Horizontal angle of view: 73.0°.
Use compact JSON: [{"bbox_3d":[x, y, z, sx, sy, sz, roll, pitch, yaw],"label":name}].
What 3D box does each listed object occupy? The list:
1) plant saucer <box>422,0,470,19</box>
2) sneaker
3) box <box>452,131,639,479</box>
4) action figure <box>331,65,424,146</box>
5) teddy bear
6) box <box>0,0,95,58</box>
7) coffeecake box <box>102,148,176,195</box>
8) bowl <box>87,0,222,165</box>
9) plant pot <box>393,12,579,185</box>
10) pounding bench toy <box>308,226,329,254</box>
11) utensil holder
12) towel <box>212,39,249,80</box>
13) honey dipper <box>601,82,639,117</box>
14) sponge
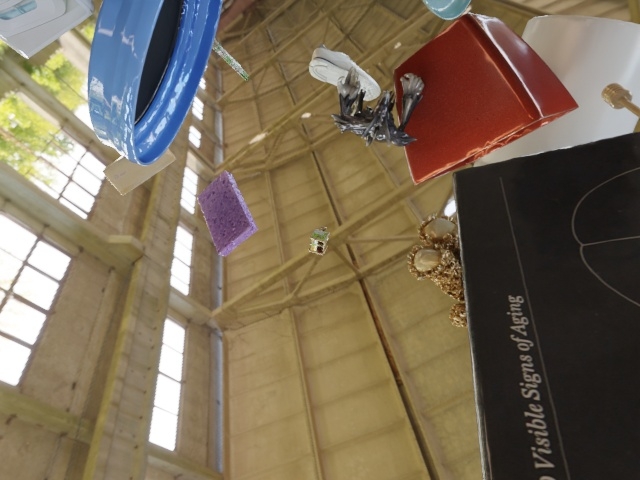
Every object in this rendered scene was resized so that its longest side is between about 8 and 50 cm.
[{"bbox_3d":[0.316,-0.735,1.099,0.044,0.317,0.317,19,-112,43],"label":"plant saucer"},{"bbox_3d":[0.084,-0.513,1.315,0.090,0.235,0.094,-41,-152,57],"label":"sneaker"},{"bbox_3d":[0.384,0.139,0.359,0.472,0.297,0.479,-8,-136,20],"label":"box"},{"bbox_3d":[0.103,-0.260,0.837,0.275,0.164,0.140,-92,-168,-68],"label":"action figure"},{"bbox_3d":[0.329,0.083,0.885,0.113,0.338,0.245,122,-18,-49],"label":"teddy bear"},{"bbox_3d":[-0.417,-0.408,0.515,0.127,0.231,0.261,-27,-115,11],"label":"box"},{"bbox_3d":[-0.430,-0.179,1.019,0.142,0.068,0.185,-40,-156,-14],"label":"coffeecake box"},{"bbox_3d":[-0.262,-0.320,0.720,0.391,0.077,0.391,-158,-90,-80],"label":"bowl"},{"bbox_3d":[0.306,-0.294,0.876,0.267,0.235,0.267,-23,178,-44],"label":"plant pot"},{"bbox_3d":[0.000,0.000,1.431,0.052,0.065,0.083,17,-142,12],"label":"pounding bench toy"},{"bbox_3d":[0.601,-0.316,1.078,0.327,0.328,0.385,42,-54,55],"label":"utensil holder"},{"bbox_3d":[-0.280,-0.557,1.295,0.023,0.152,0.113,-40,-123,12],"label":"towel"},{"bbox_3d":[0.440,-0.184,0.605,0.031,0.030,0.160,-25,-153,24],"label":"honey dipper"},{"bbox_3d":[-0.244,-0.072,1.114,0.117,0.031,0.210,-40,-123,16],"label":"sponge"}]
